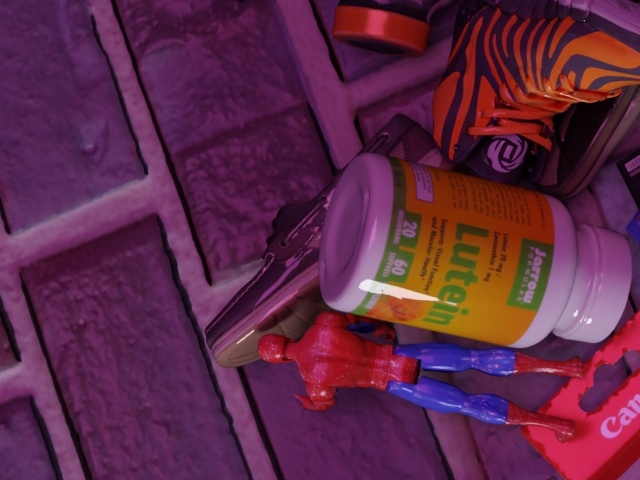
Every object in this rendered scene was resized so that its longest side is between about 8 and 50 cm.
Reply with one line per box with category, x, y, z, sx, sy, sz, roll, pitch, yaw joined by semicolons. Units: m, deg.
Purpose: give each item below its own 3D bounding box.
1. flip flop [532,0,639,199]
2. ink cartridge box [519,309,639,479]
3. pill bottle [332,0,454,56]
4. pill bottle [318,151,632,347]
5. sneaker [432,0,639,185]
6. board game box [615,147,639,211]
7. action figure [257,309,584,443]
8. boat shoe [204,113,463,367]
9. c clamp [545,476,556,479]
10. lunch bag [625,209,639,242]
flip flop;0.286;-0.147;1.569;0.277;0.080;0.112;-57;32;14
ink cartridge box;0.312;0.187;1.547;0.232;0.066;0.189;45;97;10
pill bottle;0.075;-0.292;1.615;0.130;0.130;0.245;10;88;16
pill bottle;0.133;0.016;1.526;0.246;0.136;0.136;12;88;-16
sneaker;0.202;-0.124;1.514;0.125;0.321;0.180;16;97;-24
board game box;0.352;-0.064;1.501;0.186;0.026;0.126;-34;52;19
action figure;0.080;0.120;1.603;0.280;0.139;0.091;11;82;-3
boat shoe;0.000;0.000;1.627;0.285;0.103;0.092;-42;71;4
c clamp;0.160;0.303;1.590;0.137;0.022;0.160;-14;82;10
lunch bag;0.415;-0.011;1.509;0.221;0.138;0.293;-47;64;9
